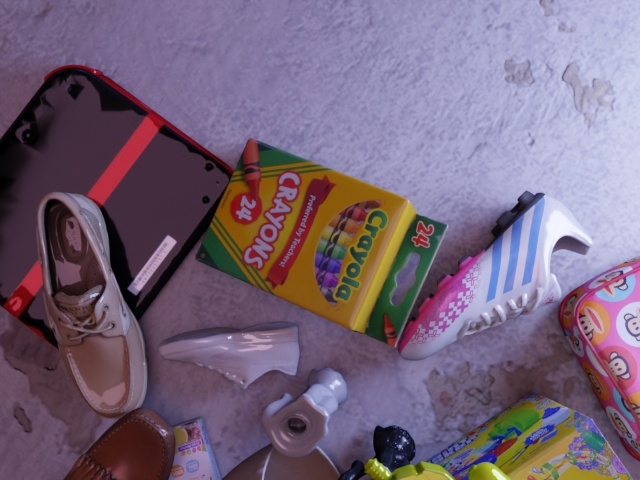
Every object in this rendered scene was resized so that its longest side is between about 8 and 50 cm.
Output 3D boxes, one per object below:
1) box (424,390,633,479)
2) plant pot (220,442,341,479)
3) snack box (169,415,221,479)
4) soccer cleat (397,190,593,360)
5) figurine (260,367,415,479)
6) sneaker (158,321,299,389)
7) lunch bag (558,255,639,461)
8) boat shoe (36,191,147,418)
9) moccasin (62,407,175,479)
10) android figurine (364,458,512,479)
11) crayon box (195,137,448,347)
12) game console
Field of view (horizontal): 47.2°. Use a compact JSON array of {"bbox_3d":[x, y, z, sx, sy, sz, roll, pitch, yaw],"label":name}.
[{"bbox_3d":[0.245,0.367,0.971,0.289,0.279,0.177,-33,85,-2],"label":"box"},{"bbox_3d":[-0.079,0.434,0.997,0.190,0.284,0.284,-25,85,20],"label":"plant pot"},{"bbox_3d":[-0.207,0.350,1.104,0.100,0.037,0.141,-18,85,1],"label":"snack box"},{"bbox_3d":[0.259,0.075,1.071,0.143,0.116,0.331,43,86,15],"label":"soccer cleat"},{"bbox_3d":[0.040,0.267,1.023,0.215,0.209,0.092,41,104,8],"label":"figurine"},{"bbox_3d":[-0.136,0.179,1.103,0.212,0.080,0.094,-4,97,0],"label":"sneaker"},{"bbox_3d":[0.518,0.158,1.061,0.258,0.120,0.293,-27,84,-1],"label":"lunch bag"},{"bbox_3d":[-0.342,0.098,1.054,0.121,0.110,0.341,-17,90,-3],"label":"boat shoe"},{"bbox_3d":[-0.346,0.395,1.030,0.380,0.147,0.139,-45,83,5],"label":"moccasin"},{"bbox_3d":[0.133,0.360,0.807,0.272,0.056,0.248,39,87,5],"label":"android figurine"},{"bbox_3d":[0.000,0.000,1.068,0.318,0.081,0.202,22,86,18],"label":"crayon box"},{"bbox_3d":[-0.369,-0.044,1.140,0.342,0.060,0.387,36,88,-2],"label":"game console"}]
